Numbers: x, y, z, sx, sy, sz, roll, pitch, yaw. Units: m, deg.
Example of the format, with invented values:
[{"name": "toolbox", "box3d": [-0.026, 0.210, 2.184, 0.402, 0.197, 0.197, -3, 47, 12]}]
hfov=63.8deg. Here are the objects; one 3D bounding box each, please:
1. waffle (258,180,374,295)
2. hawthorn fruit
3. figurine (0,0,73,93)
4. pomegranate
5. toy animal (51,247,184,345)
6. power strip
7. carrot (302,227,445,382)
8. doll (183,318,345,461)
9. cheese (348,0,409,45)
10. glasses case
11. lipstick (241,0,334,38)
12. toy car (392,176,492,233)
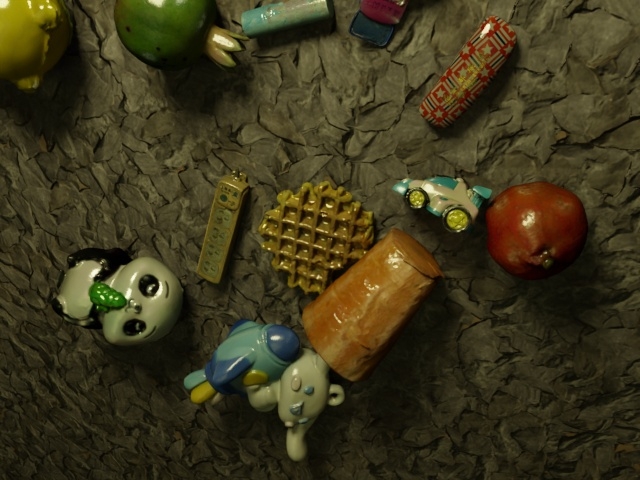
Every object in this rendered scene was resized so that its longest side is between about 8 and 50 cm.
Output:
[{"name": "waffle", "box3d": [0.000, 0.000, 1.065, 0.253, 0.056, 0.249, -17, 110, 23]}, {"name": "hawthorn fruit", "box3d": [0.362, -0.015, 0.863, 0.169, 0.188, 0.169, 4, 112, 10]}, {"name": "figurine", "box3d": [-0.630, -0.441, 0.949, 0.340, 0.231, 0.323, 37, 122, 4]}, {"name": "pomegranate", "box3d": [-0.237, -0.372, 0.891, 0.225, 0.187, 0.187, 25, 121, -9]}, {"name": "toy animal", "box3d": [-0.459, 0.129, 1.190, 0.267, 0.212, 0.212, 15, 119, 14]}, {"name": "power strip", "box3d": [-0.215, -0.024, 1.129, 0.064, 0.044, 0.305, 25, 120, 6]}, {"name": "carrot", "box3d": [0.113, 0.122, 0.991, 0.196, 0.196, 0.254, 42, 108, -5]}, {"name": "doll", "box3d": [-0.117, 0.314, 1.183, 0.366, 0.187, 0.376, 21, 92, -4]}, {"name": "cheese", "box3d": [0.124, -0.421, 0.799, 0.155, 0.062, 0.244, 14, 135, -16]}, {"name": "glasses case", "box3d": [0.244, -0.271, 0.851, 0.073, 0.049, 0.194, 36, 121, -2]}, {"name": "lipstick", "box3d": [-0.057, -0.390, 0.890, 0.158, 0.048, 0.048, -6, 114, 20]}, {"name": "toy car", "box3d": [0.220, -0.082, 0.928, 0.161, 0.126, 0.098, 34, 99, 11]}]
